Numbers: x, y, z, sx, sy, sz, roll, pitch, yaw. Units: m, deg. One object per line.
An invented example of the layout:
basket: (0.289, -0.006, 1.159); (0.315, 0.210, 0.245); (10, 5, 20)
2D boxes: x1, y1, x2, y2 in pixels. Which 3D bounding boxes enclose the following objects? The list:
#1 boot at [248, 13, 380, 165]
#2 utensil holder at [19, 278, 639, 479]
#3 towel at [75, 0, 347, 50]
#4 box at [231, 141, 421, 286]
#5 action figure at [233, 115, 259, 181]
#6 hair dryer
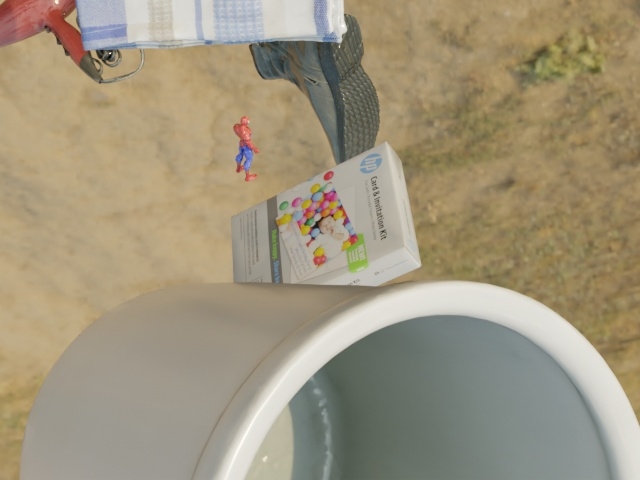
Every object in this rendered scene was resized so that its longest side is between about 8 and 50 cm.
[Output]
boot: (-0.013, -0.215, 1.477); (0.161, 0.083, 0.246); (19, 137, 34)
utensil holder: (-0.020, 0.187, 0.780); (0.327, 0.328, 0.385); (14, 173, -30)
towel: (-0.119, -0.297, 1.098); (0.285, 0.034, 0.209); (-1, 109, 7)
box: (0.000, 0.000, 1.068); (0.186, 0.145, 0.038); (-24, 134, 18)
action figure: (-0.104, -0.132, 1.525); (0.030, 0.038, 0.115); (-30, 150, -19)
hair dryer: (-0.408, -0.341, 1.704); (0.293, 0.223, 0.080); (-4, 142, 12)
